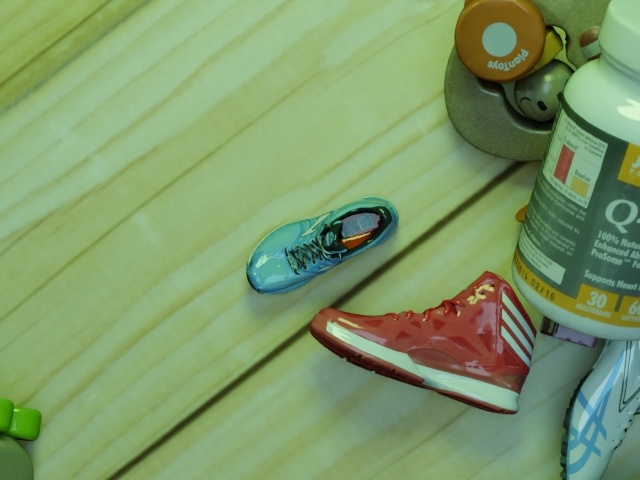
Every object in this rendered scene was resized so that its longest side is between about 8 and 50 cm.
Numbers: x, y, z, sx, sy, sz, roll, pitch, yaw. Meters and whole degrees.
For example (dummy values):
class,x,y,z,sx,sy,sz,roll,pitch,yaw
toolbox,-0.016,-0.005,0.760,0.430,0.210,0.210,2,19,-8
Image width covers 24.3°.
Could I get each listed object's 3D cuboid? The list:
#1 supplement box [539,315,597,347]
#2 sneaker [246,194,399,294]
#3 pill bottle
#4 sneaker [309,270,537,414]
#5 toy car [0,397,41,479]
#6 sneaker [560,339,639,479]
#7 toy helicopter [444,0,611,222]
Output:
class,x,y,z,sx,sy,sz,roll,pitch,yaw
supplement box,0.245,0.071,1.436,0.043,0.083,0.055,16,90,0
sneaker,0.000,0.000,1.439,0.162,0.073,0.063,-28,90,-1
pill bottle,0.278,-0.064,1.309,0.162,0.162,0.278,13,120,0
sneaker,0.106,0.078,1.446,0.221,0.087,0.128,22,80,-12
toy car,-0.379,0.223,1.407,0.188,0.149,0.155,5,77,11
sneaker,0.293,0.145,1.432,0.086,0.085,0.237,20,88,18
toy helicopter,0.296,-0.140,1.409,0.355,0.140,0.235,-1,112,10
